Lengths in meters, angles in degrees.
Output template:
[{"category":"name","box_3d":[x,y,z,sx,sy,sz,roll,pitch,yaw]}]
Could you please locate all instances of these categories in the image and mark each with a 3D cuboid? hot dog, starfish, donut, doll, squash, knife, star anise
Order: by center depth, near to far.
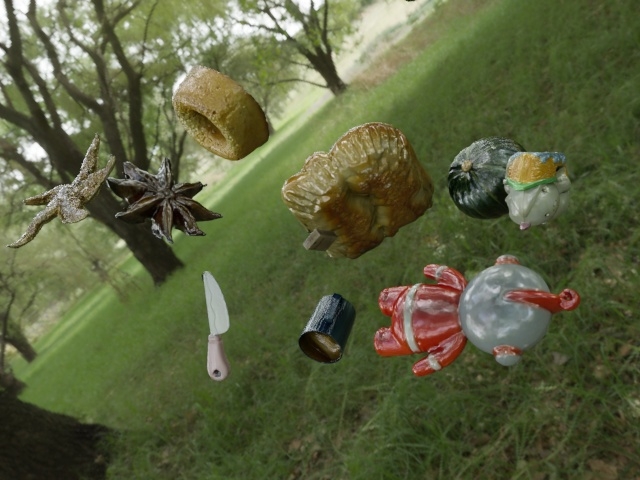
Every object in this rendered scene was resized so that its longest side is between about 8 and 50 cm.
[{"category":"doll","box_3d":[0.167,0.081,0.602,0.244,0.076,0.143,-14,56,38]},{"category":"starfish","box_3d":[-0.480,-0.087,1.013,0.235,0.062,0.277,8,57,41]},{"category":"star anise","box_3d":[-0.356,-0.074,1.183,0.103,0.271,0.272,-52,5,36]},{"category":"squash","box_3d":[0.415,-0.153,1.300,0.218,0.172,0.219,-20,66,55]},{"category":"hot dog","box_3d":[0.090,-0.134,1.381,0.367,0.196,0.365,-35,-28,10]},{"category":"donut","box_3d":[-0.276,-0.326,1.417,0.109,0.277,0.277,-53,16,-23]},{"category":"knife","box_3d":[-0.309,0.258,1.587,0.081,0.337,0.043,-1,10,14]}]

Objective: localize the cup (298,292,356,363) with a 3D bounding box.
[{"category":"cup","box_3d":[0.031,0.212,1.329,0.150,0.113,0.138,-42,13,41]}]

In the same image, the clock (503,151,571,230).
[{"category":"clock","box_3d":[0.415,-0.097,1.012,0.103,0.144,0.230,10,14,39]}]

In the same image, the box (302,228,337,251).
[{"category":"box","box_3d":[0.000,0.000,1.303,0.053,0.024,0.083,-49,-29,19]}]
